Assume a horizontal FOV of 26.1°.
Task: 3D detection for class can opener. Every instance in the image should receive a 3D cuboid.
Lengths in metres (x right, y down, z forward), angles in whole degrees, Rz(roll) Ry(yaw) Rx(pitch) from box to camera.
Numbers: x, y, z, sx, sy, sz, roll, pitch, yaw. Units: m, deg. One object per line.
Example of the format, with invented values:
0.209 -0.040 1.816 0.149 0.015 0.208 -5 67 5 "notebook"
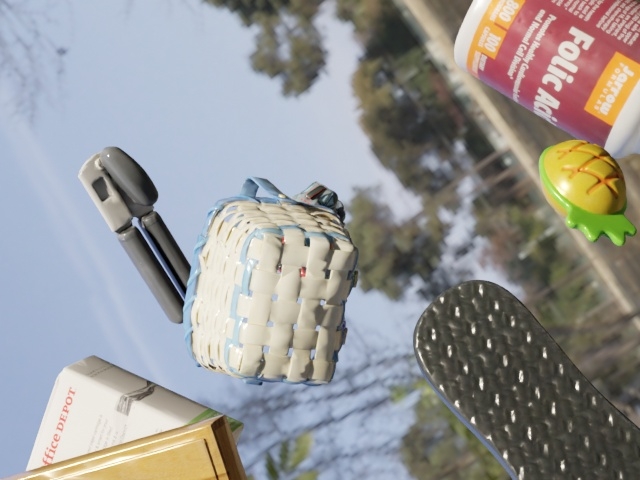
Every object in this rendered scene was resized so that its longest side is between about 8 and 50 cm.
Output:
-0.246 -0.008 1.990 0.283 0.076 0.095 60 156 -15 "can opener"

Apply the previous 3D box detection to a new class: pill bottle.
0.419 -0.262 2.078 0.392 0.224 0.224 33 -172 16 "pill bottle"

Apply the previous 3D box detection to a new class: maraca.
0.359 -0.064 1.861 0.127 0.099 0.185 5 -135 -18 "maraca"

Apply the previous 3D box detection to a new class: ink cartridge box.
-0.283 0.321 2.104 0.273 0.198 0.115 24 -167 12 "ink cartridge box"

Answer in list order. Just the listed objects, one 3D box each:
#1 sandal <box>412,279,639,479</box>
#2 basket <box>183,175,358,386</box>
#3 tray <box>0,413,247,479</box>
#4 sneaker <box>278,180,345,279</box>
0.264 0.233 1.423 0.445 0.168 0.107 57 180 16 "sandal"
-0.072 0.064 1.731 0.201 0.254 0.289 7 -170 -25 "basket"
-0.300 0.405 1.993 0.076 0.411 0.202 -20 -88 -73 "tray"
0.000 0.000 2.042 0.104 0.125 0.262 35 164 15 "sneaker"
